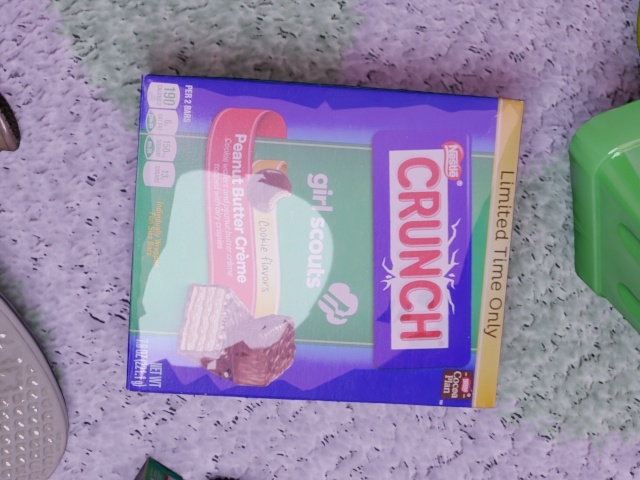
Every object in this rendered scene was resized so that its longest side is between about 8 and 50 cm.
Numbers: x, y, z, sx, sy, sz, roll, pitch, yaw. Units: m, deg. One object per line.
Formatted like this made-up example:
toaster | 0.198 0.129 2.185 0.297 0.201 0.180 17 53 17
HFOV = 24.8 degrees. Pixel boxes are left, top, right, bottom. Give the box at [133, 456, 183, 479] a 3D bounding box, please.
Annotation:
box | -0.185 0.287 1.277 0.043 0.105 0.179 34 95 -7

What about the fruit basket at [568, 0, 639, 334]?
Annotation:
fruit basket | 0.373 -0.110 1.225 0.392 0.283 0.392 -5 57 8

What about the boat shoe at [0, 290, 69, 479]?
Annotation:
boat shoe | -0.403 0.033 1.207 0.187 0.156 0.500 -45 114 0

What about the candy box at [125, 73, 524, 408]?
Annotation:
candy box | 0.000 0.000 1.242 0.317 0.122 0.268 3 97 -6

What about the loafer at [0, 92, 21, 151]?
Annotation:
loafer | -0.311 -0.130 1.238 0.050 0.056 0.148 -37 89 2

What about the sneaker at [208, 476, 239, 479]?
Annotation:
sneaker | -0.044 0.276 1.309 0.161 0.057 0.075 28 89 -10
